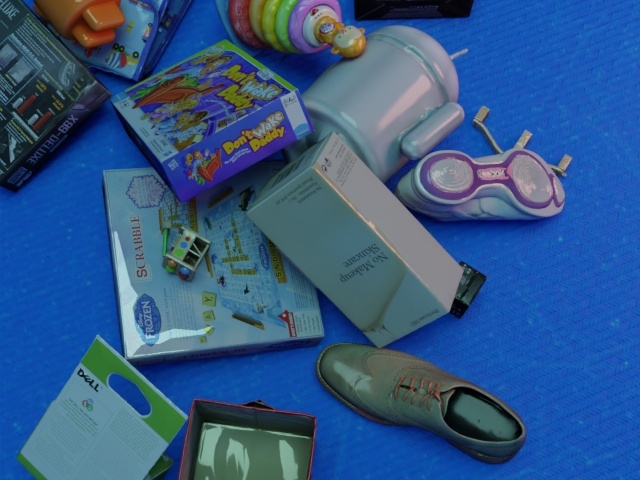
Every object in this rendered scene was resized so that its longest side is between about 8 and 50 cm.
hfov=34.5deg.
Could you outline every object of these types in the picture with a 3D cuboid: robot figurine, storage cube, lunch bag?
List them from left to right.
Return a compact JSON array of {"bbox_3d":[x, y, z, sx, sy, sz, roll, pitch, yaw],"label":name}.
[{"bbox_3d":[-0.426,-0.427,1.738,0.128,0.158,0.219,-36,84,-10],"label":"robot figurine"},{"bbox_3d":[-0.365,-0.425,1.844,0.220,0.138,0.293,23,86,9],"label":"lunch bag"},{"bbox_3d":[-0.105,0.352,1.519,0.183,0.193,0.215,8,70,2],"label":"storage cube"},{"bbox_3d":[0.091,-0.219,1.712,0.300,0.200,0.353,29,64,37],"label":"robot figurine"}]

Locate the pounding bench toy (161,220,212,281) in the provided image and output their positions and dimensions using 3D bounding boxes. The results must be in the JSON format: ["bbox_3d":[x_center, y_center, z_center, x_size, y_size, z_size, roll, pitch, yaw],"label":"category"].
[{"bbox_3d":[-0.222,0.016,1.593,0.083,0.052,0.065,29,65,-2],"label":"pounding bench toy"}]

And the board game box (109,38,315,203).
[{"bbox_3d":[-0.186,-0.204,1.666,0.233,0.078,0.347,-30,31,-11],"label":"board game box"}]

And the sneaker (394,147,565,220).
[{"bbox_3d":[0.265,-0.089,1.725,0.305,0.152,0.114,6,74,-24],"label":"sneaker"}]

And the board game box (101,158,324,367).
[{"bbox_3d":[-0.177,0.030,1.665,0.317,0.066,0.319,-4,69,-16],"label":"board game box"}]

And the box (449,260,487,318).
[{"bbox_3d":[0.228,0.081,1.676,0.052,0.083,0.062,32,73,9],"label":"box"}]

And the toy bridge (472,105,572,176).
[{"bbox_3d":[0.346,-0.161,1.795,0.188,0.026,0.063,33,76,10],"label":"toy bridge"}]

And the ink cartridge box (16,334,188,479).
[{"bbox_3d":[-0.303,0.282,1.524,0.188,0.097,0.255,40,109,12],"label":"ink cartridge box"}]

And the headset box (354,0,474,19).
[{"bbox_3d":[0.163,-0.560,1.890,0.218,0.110,0.293,-2,71,-2],"label":"headset box"}]

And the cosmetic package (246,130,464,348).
[{"bbox_3d":[0.055,0.003,1.586,0.309,0.160,0.113,45,38,-13],"label":"cosmetic package"}]

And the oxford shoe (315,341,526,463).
[{"bbox_3d":[0.159,0.233,1.596,0.348,0.130,0.123,19,71,6],"label":"oxford shoe"}]

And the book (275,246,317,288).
[{"bbox_3d":[0.000,0.000,1.683,0.096,0.035,0.144,49,43,-12],"label":"book"}]

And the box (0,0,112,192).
[{"bbox_3d":[-0.547,-0.275,1.766,0.242,0.076,0.307,-46,76,1],"label":"box"}]

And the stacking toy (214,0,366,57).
[{"bbox_3d":[-0.028,-0.369,1.728,0.175,0.166,0.302,-39,44,-15],"label":"stacking toy"}]
